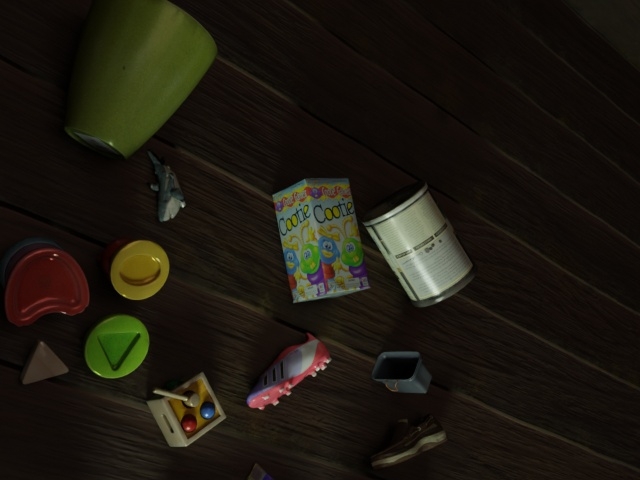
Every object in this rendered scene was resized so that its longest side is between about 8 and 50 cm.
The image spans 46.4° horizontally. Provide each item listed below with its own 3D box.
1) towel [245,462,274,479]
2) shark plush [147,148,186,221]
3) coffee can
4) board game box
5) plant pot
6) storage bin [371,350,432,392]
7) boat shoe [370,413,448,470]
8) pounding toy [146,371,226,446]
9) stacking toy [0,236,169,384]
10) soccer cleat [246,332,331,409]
[{"bbox_3d":[-0.130,0.537,1.640,0.083,0.009,0.060,49,52,-17],"label":"towel"},{"bbox_3d":[-0.347,-0.126,1.637,0.067,0.073,0.161,-20,95,-11],"label":"shark plush"},{"bbox_3d":[0.264,0.009,1.991,0.201,0.201,0.275,-41,104,-39],"label":"coffee can"},{"bbox_3d":[0.000,0.000,1.819,0.142,0.144,0.275,-4,79,-39],"label":"board game box"},{"bbox_3d":[-0.397,-0.324,1.541,0.275,0.275,0.293,30,76,-29],"label":"plant pot"},{"bbox_3d":[0.212,0.348,1.902,0.091,0.135,0.098,47,52,-30],"label":"storage bin"},{"bbox_3d":[0.210,0.501,1.886,0.257,0.095,0.095,-6,67,-46],"label":"boat shoe"},{"bbox_3d":[-0.280,0.334,1.519,0.130,0.100,0.141,-31,97,-41],"label":"pounding toy"},{"bbox_3d":[-0.471,0.122,1.459,0.309,0.130,0.279,-1,103,-36],"label":"stacking toy"},{"bbox_3d":[-0.084,0.300,1.717,0.248,0.083,0.095,-27,65,-36],"label":"soccer cleat"}]
